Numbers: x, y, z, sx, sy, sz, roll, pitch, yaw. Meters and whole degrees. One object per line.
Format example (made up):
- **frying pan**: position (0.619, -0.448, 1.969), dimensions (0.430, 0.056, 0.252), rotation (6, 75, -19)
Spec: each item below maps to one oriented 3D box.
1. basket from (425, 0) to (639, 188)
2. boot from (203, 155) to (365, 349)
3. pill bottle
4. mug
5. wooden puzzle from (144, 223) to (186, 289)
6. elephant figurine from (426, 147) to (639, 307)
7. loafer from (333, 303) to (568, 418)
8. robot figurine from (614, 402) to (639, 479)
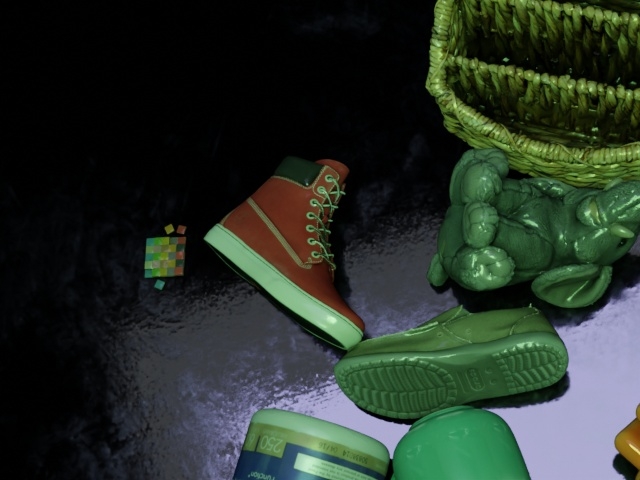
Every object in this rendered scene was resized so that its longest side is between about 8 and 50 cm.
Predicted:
- **basket**: position (0.268, -0.192, 1.227), dimensions (0.299, 0.223, 0.214), rotation (16, 75, 18)
- **boot**: position (0.000, 0.000, 1.281), dimensions (0.176, 0.088, 0.244), rotation (-45, 52, -8)
- **pill bottle**: position (-0.034, 0.316, 1.153), dimensions (0.153, 0.153, 0.265), rotation (12, 74, 17)
- **mug**: position (0.126, 0.232, 1.158), dimensions (0.157, 0.129, 0.097), rotation (-20, 64, 6)
- **wooden puzzle**: position (-0.188, 0.019, 1.378), dimensions (0.049, 0.006, 0.083), rotation (-4, 70, 12)
- **elephant figurine**: position (0.256, -0.005, 1.204), dimensions (0.239, 0.186, 0.170), rotation (4, 103, -10)
- **loafer**: position (0.139, 0.126, 1.228), dimensions (0.251, 0.094, 0.087), rotation (-8, 35, 12)
- **robot figurine**: position (0.394, 0.233, 1.092), dimensions (0.219, 0.128, 0.158), rotation (40, 84, 23)
